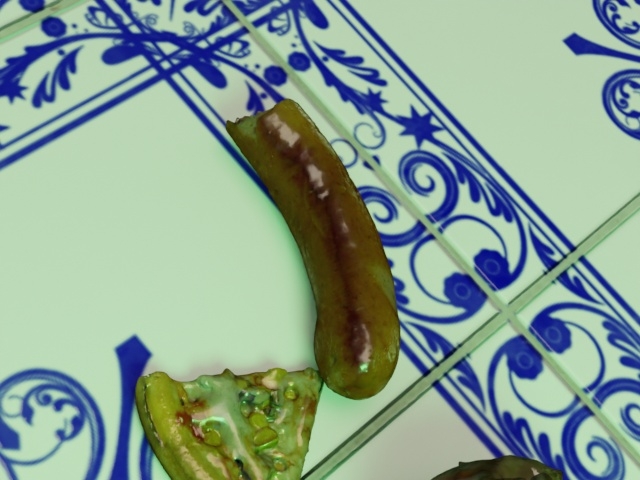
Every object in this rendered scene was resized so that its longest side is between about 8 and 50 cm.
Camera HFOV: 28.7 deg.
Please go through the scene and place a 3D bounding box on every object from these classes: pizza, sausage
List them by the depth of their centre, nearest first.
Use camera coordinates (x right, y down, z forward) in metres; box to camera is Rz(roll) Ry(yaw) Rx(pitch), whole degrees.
[{"bbox_3d":[-0.047,0.164,1.042,0.176,0.036,0.184,-25,74,-30],"label":"pizza"},{"bbox_3d":[0.005,0.000,1.125,0.103,0.076,0.302,-8,64,-34],"label":"sausage"}]

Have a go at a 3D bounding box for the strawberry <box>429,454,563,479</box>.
[{"bbox_3d":[0.163,0.329,0.932,0.336,0.149,0.265,65,18,5],"label":"strawberry"}]
